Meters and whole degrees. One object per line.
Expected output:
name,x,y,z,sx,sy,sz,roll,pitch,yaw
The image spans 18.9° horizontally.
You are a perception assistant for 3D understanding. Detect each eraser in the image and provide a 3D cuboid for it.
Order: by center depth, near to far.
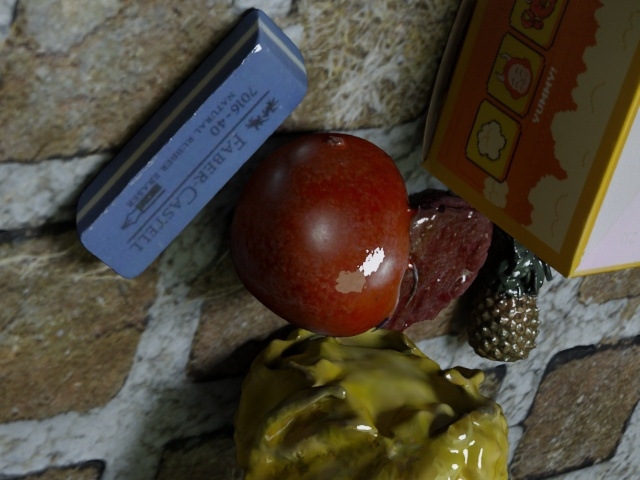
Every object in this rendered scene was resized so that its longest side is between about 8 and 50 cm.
eraser,-0.098,-0.073,1.477,0.225,0.036,0.082,-47,141,-1

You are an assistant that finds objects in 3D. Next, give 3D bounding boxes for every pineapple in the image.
pineapple,0.183,0.036,1.823,0.074,0.074,0.159,-11,124,-38

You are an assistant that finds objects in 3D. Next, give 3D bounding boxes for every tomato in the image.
tomato,0.000,0.000,1.551,0.167,0.167,0.167,-26,137,-26

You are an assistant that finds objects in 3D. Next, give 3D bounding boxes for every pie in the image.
pie,0.091,0.019,1.741,0.153,0.038,0.154,-29,140,-27

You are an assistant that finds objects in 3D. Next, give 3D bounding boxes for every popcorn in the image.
popcorn,0.035,0.176,1.653,0.250,0.250,0.190,-26,124,-26

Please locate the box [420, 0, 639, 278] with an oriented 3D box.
box,0.275,-0.140,1.637,0.283,0.214,0.260,-8,125,-41
